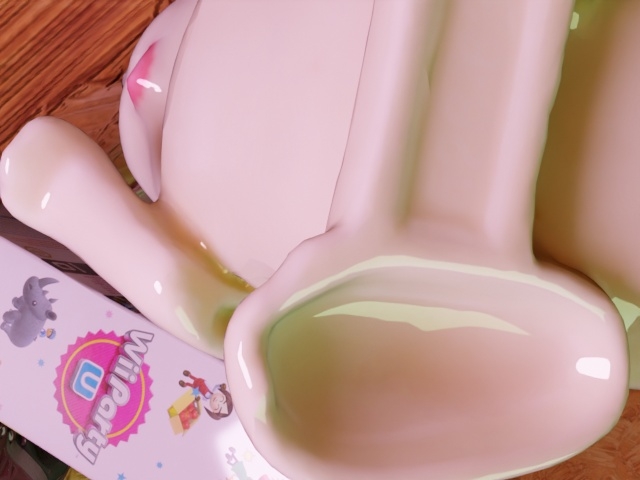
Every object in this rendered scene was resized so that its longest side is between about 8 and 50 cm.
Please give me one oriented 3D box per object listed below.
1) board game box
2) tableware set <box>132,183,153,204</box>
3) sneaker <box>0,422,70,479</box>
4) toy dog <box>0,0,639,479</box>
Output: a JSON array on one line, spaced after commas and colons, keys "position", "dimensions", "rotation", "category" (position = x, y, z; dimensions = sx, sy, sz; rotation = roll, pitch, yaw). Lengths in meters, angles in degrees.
[{"position": [-0.087, 0.079, 0.750], "dimensions": [0.098, 0.303, 0.224], "rotation": [-67, 158, 5], "category": "board game box"}, {"position": [-0.092, -0.042, 0.956], "dimensions": [0.141, 0.020, 0.169], "rotation": [-39, 165, 1], "category": "tableware set"}, {"position": [-0.241, 0.125, 0.928], "dimensions": [0.162, 0.106, 0.281], "rotation": [-48, 162, 16], "category": "sneaker"}, {"position": [0.040, -0.070, 0.648], "dimensions": [0.395, 0.285, 0.408], "rotation": [0, -175, -27], "category": "toy dog"}]
